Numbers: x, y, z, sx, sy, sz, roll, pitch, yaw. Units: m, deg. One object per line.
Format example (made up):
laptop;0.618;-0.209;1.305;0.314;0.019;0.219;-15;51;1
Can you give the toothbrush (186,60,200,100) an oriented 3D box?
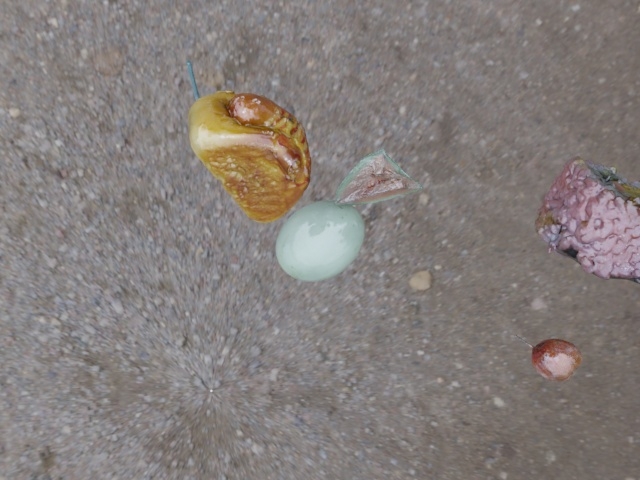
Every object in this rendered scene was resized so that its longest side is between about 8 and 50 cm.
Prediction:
toothbrush;-0.227;-0.263;1.583;0.014;0.167;0.011;-28;61;-14

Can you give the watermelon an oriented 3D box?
watermelon;0.098;-0.111;1.642;0.155;0.080;0.101;-24;88;17

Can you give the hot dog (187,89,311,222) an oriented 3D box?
hot dog;-0.097;-0.146;1.429;0.153;0.256;0.150;-23;51;11

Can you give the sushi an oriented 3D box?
sushi;0.528;-0.030;1.564;0.270;0.236;0.170;17;111;-18

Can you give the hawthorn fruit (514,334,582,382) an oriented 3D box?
hawthorn fruit;0.338;0.170;1.313;0.103;0.067;0.066;28;78;8

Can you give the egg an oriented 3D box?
egg;0.000;0.000;1.721;0.192;0.149;0.149;-31;85;20
